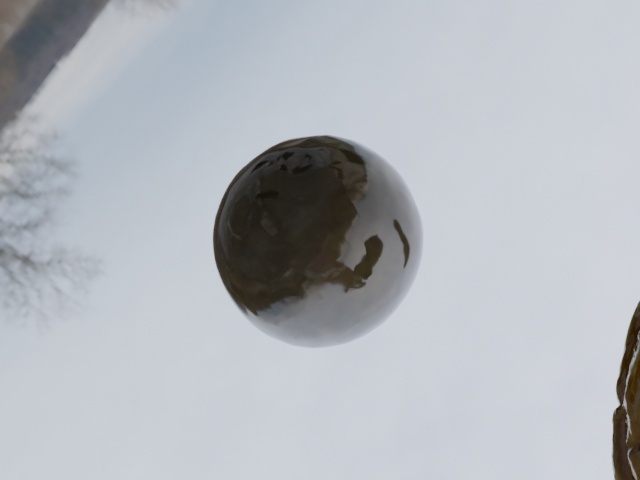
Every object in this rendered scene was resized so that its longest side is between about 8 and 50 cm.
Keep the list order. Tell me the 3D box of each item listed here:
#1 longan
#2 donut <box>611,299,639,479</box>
[{"bbox_3d":[0.000,0.000,1.471,0.258,0.258,0.258,-49,-166,16],"label":"longan"},{"bbox_3d":[0.473,0.165,1.129,0.449,0.449,0.198,-54,154,-3],"label":"donut"}]
